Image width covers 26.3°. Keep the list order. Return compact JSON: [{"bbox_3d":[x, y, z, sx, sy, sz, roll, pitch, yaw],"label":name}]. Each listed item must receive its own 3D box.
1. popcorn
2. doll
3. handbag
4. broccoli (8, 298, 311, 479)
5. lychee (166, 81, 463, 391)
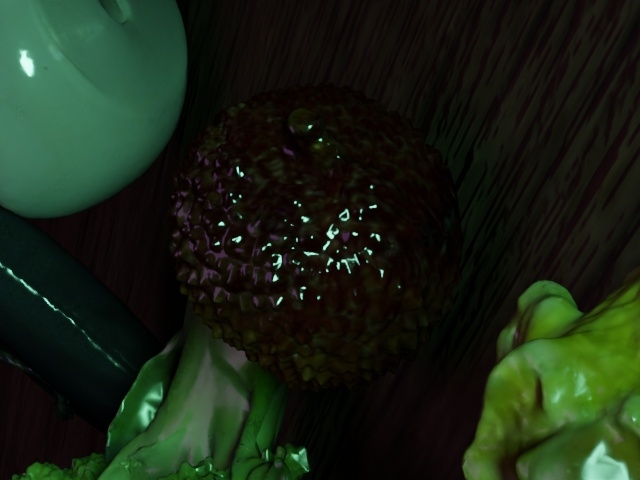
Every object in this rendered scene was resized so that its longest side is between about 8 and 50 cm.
[{"bbox_3d":[0.091,0.063,0.340,0.120,0.116,0.106,-55,19,-23],"label":"popcorn"},{"bbox_3d":[-0.216,-0.126,0.947,0.221,0.221,0.251,126,133,-58],"label":"doll"},{"bbox_3d":[-0.178,0.064,0.944,0.088,0.254,0.211,-51,12,-16],"label":"handbag"},{"bbox_3d":[-0.076,0.128,0.676,0.254,0.186,0.302,-107,17,-56],"label":"broccoli"},{"bbox_3d":[-0.001,0.003,0.561,0.123,0.123,0.129,-133,40,-60],"label":"lychee"}]
